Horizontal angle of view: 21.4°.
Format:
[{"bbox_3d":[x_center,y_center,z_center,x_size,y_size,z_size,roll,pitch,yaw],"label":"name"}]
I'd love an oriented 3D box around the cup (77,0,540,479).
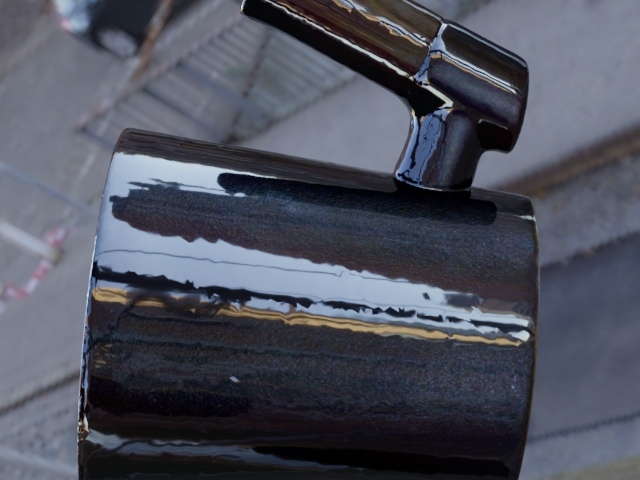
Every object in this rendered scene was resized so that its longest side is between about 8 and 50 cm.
[{"bbox_3d":[-0.001,0.012,0.701,0.166,0.177,0.239,-84,0,-56],"label":"cup"}]
